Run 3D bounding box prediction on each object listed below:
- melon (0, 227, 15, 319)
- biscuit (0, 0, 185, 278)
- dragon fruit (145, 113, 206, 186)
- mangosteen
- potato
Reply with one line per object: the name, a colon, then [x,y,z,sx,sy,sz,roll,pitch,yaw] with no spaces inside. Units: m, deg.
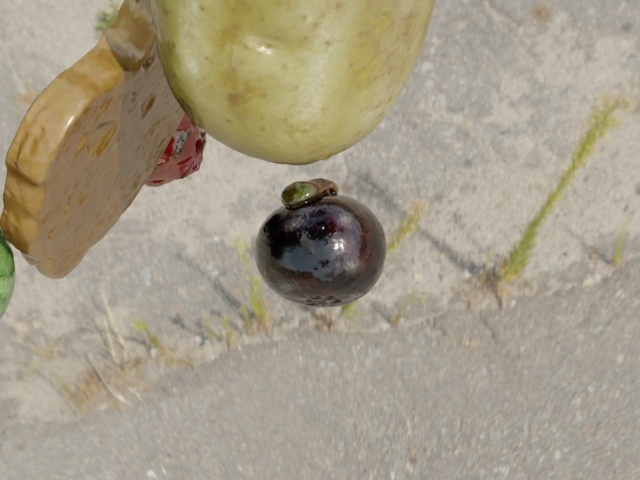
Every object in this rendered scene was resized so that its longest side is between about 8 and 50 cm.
melon: [-0.419,0.011,1.066,0.182,0.182,0.287,-44,44,-17]
biscuit: [-0.206,-0.115,1.036,0.057,0.351,0.312,31,79,3]
dragon fruit: [-0.213,-0.129,1.276,0.133,0.166,0.136,-45,57,4]
mangosteen: [0.000,0.000,1.170,0.152,0.152,0.152,-1,65,2]
potato: [-0.022,-0.174,0.900,0.242,0.242,0.285,32,28,16]
